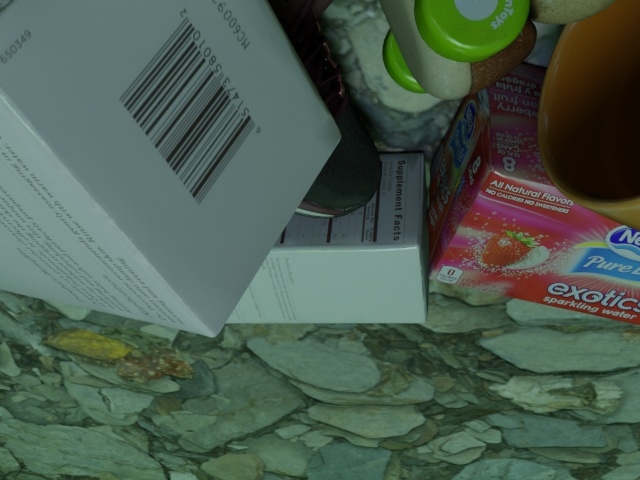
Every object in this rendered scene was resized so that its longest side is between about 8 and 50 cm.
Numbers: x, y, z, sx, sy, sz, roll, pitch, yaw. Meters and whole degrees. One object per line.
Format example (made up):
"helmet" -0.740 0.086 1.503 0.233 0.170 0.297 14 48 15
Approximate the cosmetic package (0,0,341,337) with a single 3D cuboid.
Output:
"cosmetic package" -0.201 -0.080 0.499 0.365 0.155 0.197 9 146 37

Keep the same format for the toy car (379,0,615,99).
"toy car" 0.117 -0.173 0.455 0.188 0.155 0.149 -22 94 -1

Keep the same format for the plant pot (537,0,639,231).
"plant pot" 0.267 -0.081 0.494 0.187 0.205 0.205 21 139 -21

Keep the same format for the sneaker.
"sneaker" -0.017 -0.117 0.543 0.162 0.107 0.281 -14 139 44

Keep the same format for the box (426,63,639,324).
"box" 0.219 -0.026 0.632 0.256 0.123 0.128 13 140 -8

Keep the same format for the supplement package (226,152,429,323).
"supplement package" 0.000 0.000 0.711 0.179 0.105 0.105 -1 140 10
